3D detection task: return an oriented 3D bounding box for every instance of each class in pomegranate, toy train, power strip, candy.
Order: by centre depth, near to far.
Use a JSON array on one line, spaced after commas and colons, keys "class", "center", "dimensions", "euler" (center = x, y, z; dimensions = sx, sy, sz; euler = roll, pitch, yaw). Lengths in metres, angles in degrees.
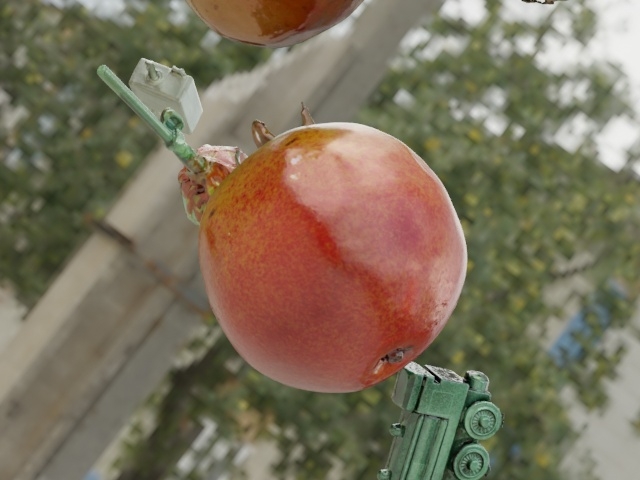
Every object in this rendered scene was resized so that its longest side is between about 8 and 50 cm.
[{"class": "pomegranate", "center": [0.000, 0.000, 1.589], "dimensions": [0.221, 0.221, 0.257], "euler": [47, 12, -51]}, {"class": "pomegranate", "center": [-0.040, -0.266, 1.651], "dimensions": [0.209, 0.209, 0.209], "euler": [37, -7, 6]}, {"class": "candy", "center": [-0.142, -0.092, 1.818], "dimensions": [0.287, 0.084, 0.078], "euler": [44, 17, -56]}, {"class": "toy train", "center": [0.111, 0.205, 1.899], "dimensions": [0.111, 0.170, 0.071], "euler": [13, 9, -18]}, {"class": "power strip", "center": [-0.194, -0.186, 2.376], "dimensions": [0.075, 0.042, 0.175], "euler": [22, -16, 12]}]

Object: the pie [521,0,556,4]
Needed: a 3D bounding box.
[{"class": "pie", "center": [0.310, -0.342, 2.046], "dimensions": [0.315, 0.315, 0.092], "euler": [30, -45, 45]}]
